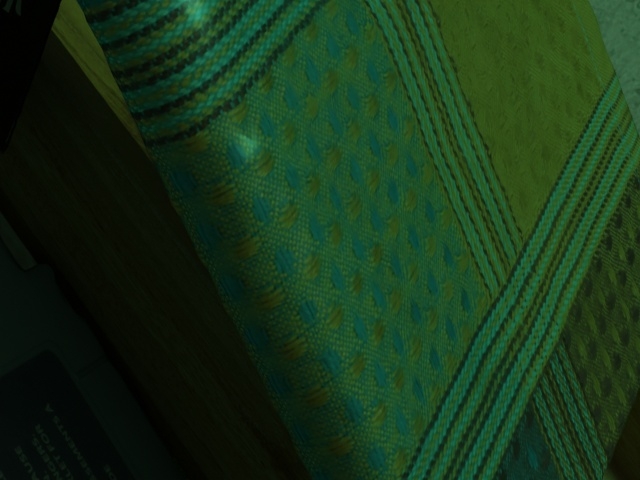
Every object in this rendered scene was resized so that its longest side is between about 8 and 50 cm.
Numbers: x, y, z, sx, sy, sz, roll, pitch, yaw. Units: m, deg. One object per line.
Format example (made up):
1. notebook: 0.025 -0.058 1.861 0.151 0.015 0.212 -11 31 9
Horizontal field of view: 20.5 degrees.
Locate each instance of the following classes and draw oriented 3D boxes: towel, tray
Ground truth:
1. towel: 0.015 -0.076 0.543 0.271 0.040 0.370 -51 124 -52
2. tray: 0.000 0.000 0.685 0.203 0.076 0.411 -20 66 -48

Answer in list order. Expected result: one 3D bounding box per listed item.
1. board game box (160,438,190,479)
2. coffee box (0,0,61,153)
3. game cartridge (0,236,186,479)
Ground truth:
1. board game box: -0.006 0.150 0.699 0.181 0.043 0.092 54 17 -16
2. coffee box: -0.178 -0.142 0.446 0.119 0.168 0.297 19 -1 26
3. game cartridge: -0.068 0.141 0.524 0.294 0.060 0.196 58 13 -1
